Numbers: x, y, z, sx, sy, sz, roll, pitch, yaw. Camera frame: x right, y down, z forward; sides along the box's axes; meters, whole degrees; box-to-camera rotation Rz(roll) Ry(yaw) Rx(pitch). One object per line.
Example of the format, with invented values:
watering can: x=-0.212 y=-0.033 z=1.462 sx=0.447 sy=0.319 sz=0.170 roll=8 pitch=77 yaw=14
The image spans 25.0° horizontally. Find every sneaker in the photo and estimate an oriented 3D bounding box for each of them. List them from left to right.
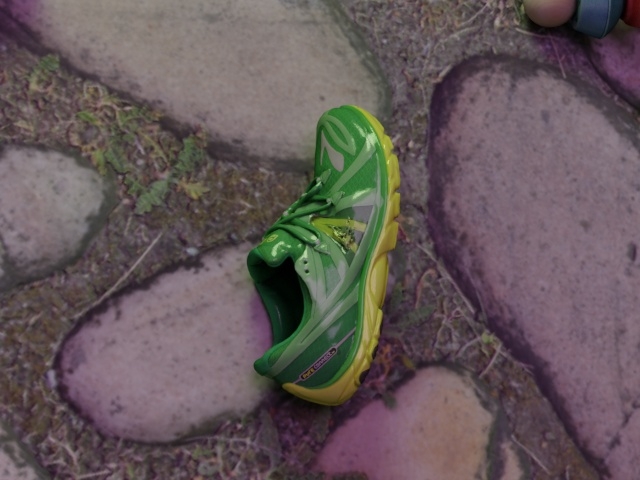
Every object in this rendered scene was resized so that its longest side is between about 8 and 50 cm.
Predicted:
sneaker: x=0.000 y=0.000 z=1.324 sx=0.123 sy=0.109 sz=0.295 roll=14 pitch=65 yaw=-16

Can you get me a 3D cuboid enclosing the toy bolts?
toy bolts: x=0.289 y=-0.332 z=1.548 sx=0.158 sy=0.218 sz=0.228 roll=-2 pitch=102 yaw=-5
